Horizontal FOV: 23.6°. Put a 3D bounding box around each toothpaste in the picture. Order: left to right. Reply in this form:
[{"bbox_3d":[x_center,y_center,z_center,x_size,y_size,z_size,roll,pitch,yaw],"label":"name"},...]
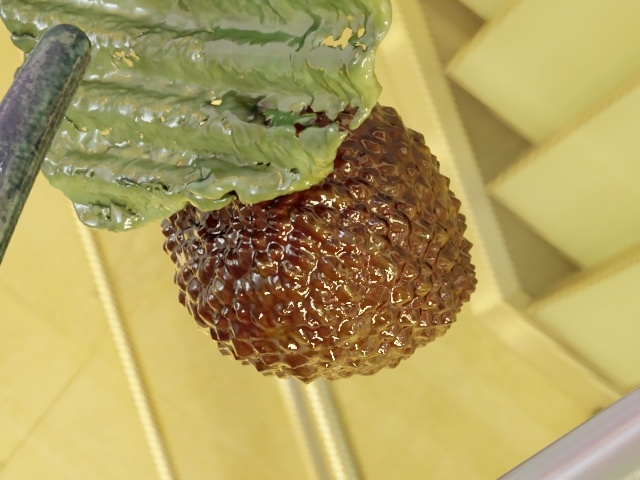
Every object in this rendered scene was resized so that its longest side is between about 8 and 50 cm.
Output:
[{"bbox_3d":[0.099,0.045,0.402,0.045,0.170,0.028,37,-154,-35],"label":"toothpaste"}]

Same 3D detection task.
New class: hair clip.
[{"bbox_3d":[-0.154,0.033,0.644,0.048,0.275,0.083,22,174,10],"label":"hair clip"}]

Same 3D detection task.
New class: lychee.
[{"bbox_3d":[0.000,0.000,1.186,0.236,0.236,0.271,14,163,48],"label":"lychee"}]

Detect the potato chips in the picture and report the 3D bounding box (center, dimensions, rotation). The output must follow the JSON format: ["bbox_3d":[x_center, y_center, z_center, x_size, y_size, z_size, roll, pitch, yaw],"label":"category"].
[{"bbox_3d":[-0.078,-0.201,1.060,0.097,0.373,0.389,19,152,-40],"label":"potato chips"}]
